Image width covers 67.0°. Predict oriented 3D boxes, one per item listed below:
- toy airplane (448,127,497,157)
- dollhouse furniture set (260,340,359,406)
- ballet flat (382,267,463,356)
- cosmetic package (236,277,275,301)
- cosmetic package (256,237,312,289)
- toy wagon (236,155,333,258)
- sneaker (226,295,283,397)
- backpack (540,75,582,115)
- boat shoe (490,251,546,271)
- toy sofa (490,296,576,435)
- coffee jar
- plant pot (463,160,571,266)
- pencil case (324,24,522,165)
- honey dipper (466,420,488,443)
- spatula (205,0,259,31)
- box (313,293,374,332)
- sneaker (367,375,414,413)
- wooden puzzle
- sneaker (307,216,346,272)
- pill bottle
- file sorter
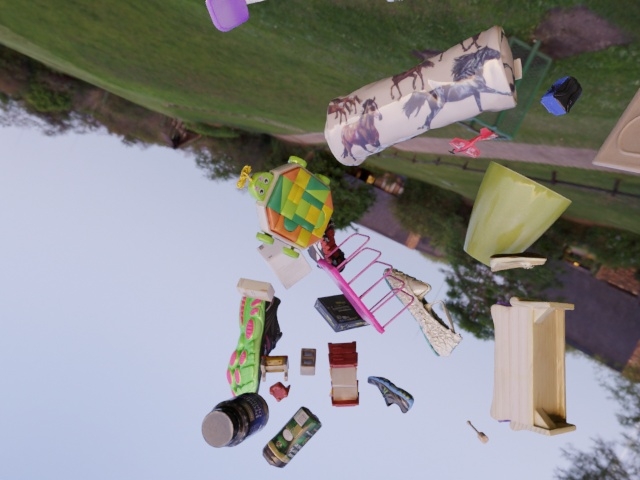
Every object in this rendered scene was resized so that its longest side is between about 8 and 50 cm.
[{"bbox_3d":[0.438,-0.284,1.395,0.151,0.028,0.151,-3,162,-1],"label":"toy airplane"},{"bbox_3d":[-0.034,0.517,1.871,0.373,0.202,0.152,-1,-158,1],"label":"dollhouse furniture set"},{"bbox_3d":[0.399,0.247,1.845,0.147,0.147,0.409,13,-140,-56],"label":"ballet flat"},{"bbox_3d":[-0.214,0.162,1.595,0.114,0.041,0.060,7,146,20],"label":"cosmetic package"},{"bbox_3d":[-0.162,0.086,2.162,0.151,0.151,0.184,39,163,53],"label":"cosmetic package"},{"bbox_3d":[-0.098,-0.108,1.411,0.068,0.268,0.344,15,170,42],"label":"toy wagon"},{"bbox_3d":[-0.247,0.436,1.993,0.185,0.484,0.202,-2,162,44],"label":"sneaker"},{"bbox_3d":[0.856,-0.522,1.723,0.098,0.120,0.101,44,175,-19],"label":"backpack"},{"bbox_3d":[0.575,0.065,1.407,0.152,0.048,0.056,-3,-166,23],"label":"boat shoe"},{"bbox_3d":[0.597,0.344,1.359,0.150,0.363,0.177,9,170,-36],"label":"toy sofa"},{"bbox_3d":[-0.085,0.585,1.431,0.079,0.184,0.096,40,172,31],"label":"coffee jar"},{"bbox_3d":[0.600,-0.064,1.567,0.274,0.294,0.275,24,-164,-8],"label":"plant pot"},{"bbox_3d":[0.214,-0.295,1.027,0.409,0.160,0.183,-17,-171,26],"label":"pencil case"},{"bbox_3d":[0.595,0.727,1.846,0.030,0.031,0.160,25,179,-4],"label":"honey dipper"},{"bbox_3d":[-0.119,-0.571,1.118,0.030,0.296,0.084,56,168,47],"label":"spatula"},{"bbox_3d":[0.111,0.330,2.243,0.232,0.059,0.183,-2,-145,-40],"label":"box"},{"bbox_3d":[0.227,0.517,1.632,0.188,0.078,0.067,26,-176,40],"label":"sneaker"},{"bbox_3d":[0.809,-0.275,1.047,0.080,0.322,0.348,28,-172,-16],"label":"wooden puzzle"},{"bbox_3d":[0.000,0.000,1.832,0.135,0.276,0.097,-2,-154,38],"label":"sneaker"},{"bbox_3d":[-0.236,0.499,1.343,0.122,0.123,0.219,28,180,17],"label":"pill bottle"},{"bbox_3d":[0.163,0.139,1.700,0.291,0.182,0.202,52,173,-14],"label":"file sorter"}]
